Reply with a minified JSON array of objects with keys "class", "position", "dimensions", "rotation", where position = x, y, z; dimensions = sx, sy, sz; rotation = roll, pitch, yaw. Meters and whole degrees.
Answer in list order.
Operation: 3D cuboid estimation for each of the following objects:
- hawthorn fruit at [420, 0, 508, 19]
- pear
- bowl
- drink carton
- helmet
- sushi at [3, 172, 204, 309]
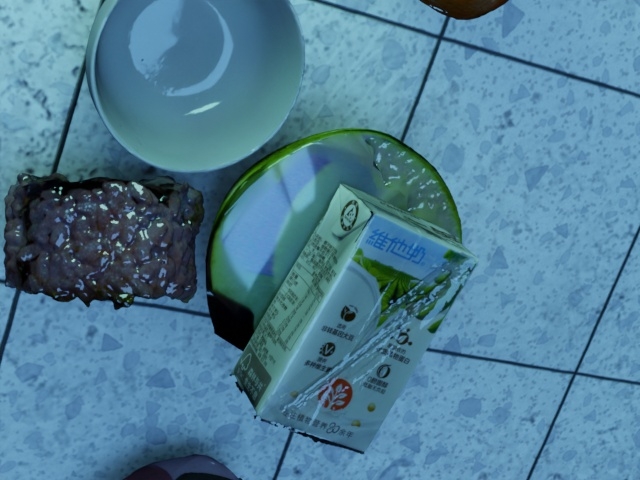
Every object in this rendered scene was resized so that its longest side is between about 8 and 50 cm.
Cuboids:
[{"class":"hawthorn fruit","position":[0.155,-0.436,1.687],"dimensions":[0.299,0.211,0.211],"rotation":[34,98,-21]},{"class":"pear","position":[0.001,-0.004,1.841],"dimensions":[0.399,0.165,0.399],"rotation":[-10,120,-19]},{"class":"bowl","position":[-0.175,-0.246,1.665],"dimensions":[0.287,0.144,0.287],"rotation":[-9,118,-18]},{"class":"drink carton","position":[0.043,0.109,1.738],"dimensions":[0.194,0.132,0.324],"rotation":[23,103,-31]},{"class":"helmet","position":[-0.234,0.412,1.955],"dimensions":[0.253,0.154,0.198],"rotation":[-2,136,-2]},{"class":"sushi","position":[-0.293,-0.007,1.690],"dimensions":[0.270,0.236,0.171],"rotation":[4,94,5]}]
